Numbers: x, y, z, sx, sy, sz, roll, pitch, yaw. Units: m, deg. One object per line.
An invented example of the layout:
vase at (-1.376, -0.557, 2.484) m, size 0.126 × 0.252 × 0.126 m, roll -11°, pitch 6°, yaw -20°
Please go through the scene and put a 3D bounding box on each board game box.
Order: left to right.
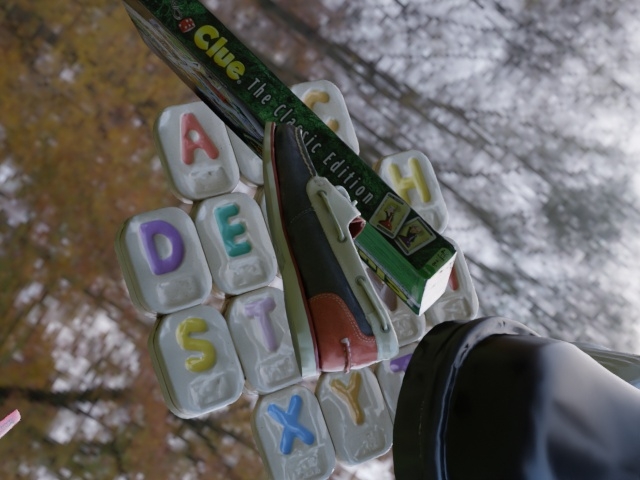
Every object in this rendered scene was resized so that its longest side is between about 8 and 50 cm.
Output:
board game box at (-0.022, -0.063, 0.875) m, size 0.030 × 0.259 × 0.136 m, roll -44°, pitch 171°, yaw -9°

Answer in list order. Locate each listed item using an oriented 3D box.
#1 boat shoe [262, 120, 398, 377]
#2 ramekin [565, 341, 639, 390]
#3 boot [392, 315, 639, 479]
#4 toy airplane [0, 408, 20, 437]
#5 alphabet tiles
boat shoe at (0.000, 0.000, 0.646) m, size 0.043 × 0.049 × 0.137 m, roll -11°, pitch -128°, yaw -4°
ramekin at (0.215, 0.178, 1.074) m, size 0.109 × 0.207 × 0.207 m, roll -6°, pitch -128°, yaw 57°
boot at (0.226, 0.129, 0.718) m, size 0.260 × 0.348 × 0.131 m, roll -9°, pitch -122°, yaw 41°
toy airplane at (-0.304, 0.177, 1.204) m, size 0.151 × 0.028 × 0.151 m, roll -45°, pitch 177°, yaw -3°
alphabet tiles at (-0.007, 0.024, 1.031) m, size 0.021 × 0.284 × 0.278 m, roll -24°, pitch -97°, yaw 52°
